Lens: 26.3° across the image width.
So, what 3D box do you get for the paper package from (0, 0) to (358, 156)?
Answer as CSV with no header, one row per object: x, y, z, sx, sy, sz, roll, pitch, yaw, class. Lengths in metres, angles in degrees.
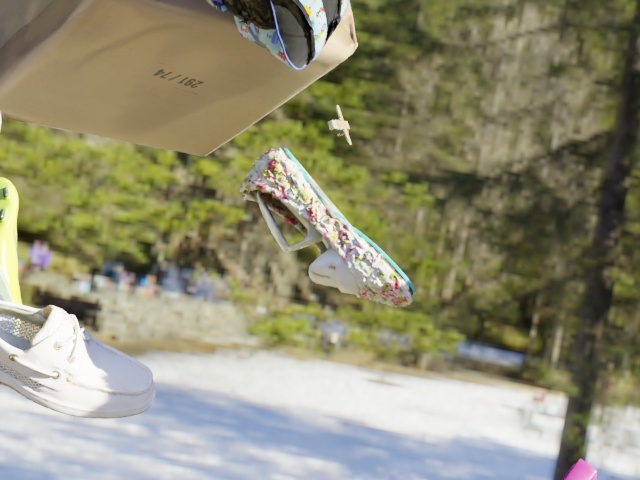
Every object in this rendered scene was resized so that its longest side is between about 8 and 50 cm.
-0.185,-0.242,1.539,0.324,0.168,0.309,9,-26,-38,paper package

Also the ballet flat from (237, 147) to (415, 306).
0.000,0.000,1.507,0.241,0.077,0.091,47,-15,18,ballet flat

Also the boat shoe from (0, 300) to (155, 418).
-0.311,0.121,1.553,0.277,0.096,0.098,18,32,-14,boat shoe

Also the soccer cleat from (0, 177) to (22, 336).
-0.484,0.048,2.019,0.093,0.289,0.121,-8,-26,12,soccer cleat

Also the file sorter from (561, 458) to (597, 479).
0.218,0.383,1.208,0.182,0.291,0.202,34,-15,23,file sorter

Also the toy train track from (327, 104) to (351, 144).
0.018,-0.131,1.569,0.014,0.048,0.083,-19,-1,13,toy train track

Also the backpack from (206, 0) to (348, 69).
-0.038,-0.265,1.360,0.116,0.158,0.173,18,-27,22,backpack
